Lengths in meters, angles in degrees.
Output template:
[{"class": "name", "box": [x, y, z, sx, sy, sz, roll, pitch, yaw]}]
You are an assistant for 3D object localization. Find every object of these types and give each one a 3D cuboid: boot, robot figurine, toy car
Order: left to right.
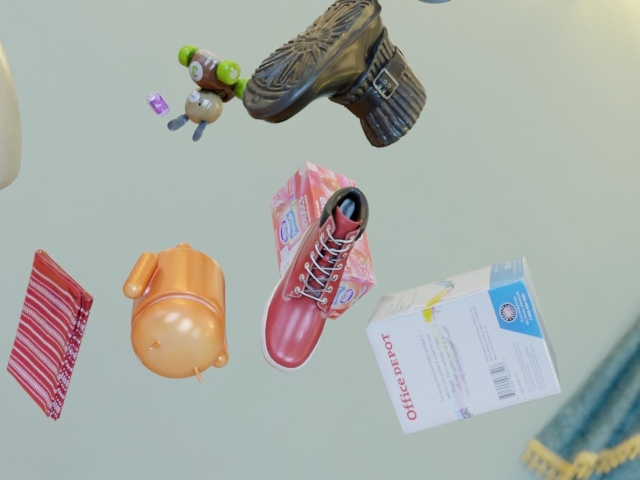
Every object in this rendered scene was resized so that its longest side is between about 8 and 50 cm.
[{"class": "robot figurine", "box": [-0.192, 0.095, 1.307, 0.219, 0.128, 0.158, -99, -174, -55]}, {"class": "toy car", "box": [-0.264, -0.314, 2.154, 0.155, 0.188, 0.149, 26, -9, 33]}, {"class": "boot", "box": [-0.005, 0.049, 1.309, 0.088, 0.244, 0.176, 23, -27, -7]}, {"class": "boot", "box": [0.040, -0.259, 1.767, 0.131, 0.348, 0.260, 22, -31, 49]}]

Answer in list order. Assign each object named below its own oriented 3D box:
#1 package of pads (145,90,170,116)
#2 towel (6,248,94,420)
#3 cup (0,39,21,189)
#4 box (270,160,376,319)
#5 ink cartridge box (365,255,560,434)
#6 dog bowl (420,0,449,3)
[{"class": "package of pads", "box": [-0.363, -0.304, 2.161, 0.050, 0.032, 0.083, 55, -7, -20]}, {"class": "towel", "box": [-0.519, 0.176, 1.836, 0.031, 0.275, 0.199, 0, 26, -46]}, {"class": "cup", "box": [-0.613, -0.244, 1.504, 0.331, 0.237, 0.331, 17, 28, -9]}, {"class": "box", "box": [0.000, 0.000, 2.099, 0.142, 0.154, 0.300, 20, 42, -32]}, {"class": "ink cartridge box", "box": [0.207, 0.147, 1.401, 0.168, 0.232, 0.171, -45, 117, -74]}, {"class": "dog bowl", "box": [0.277, -0.544, 1.787, 0.297, 0.166, 0.074, -10, -8, 16]}]
